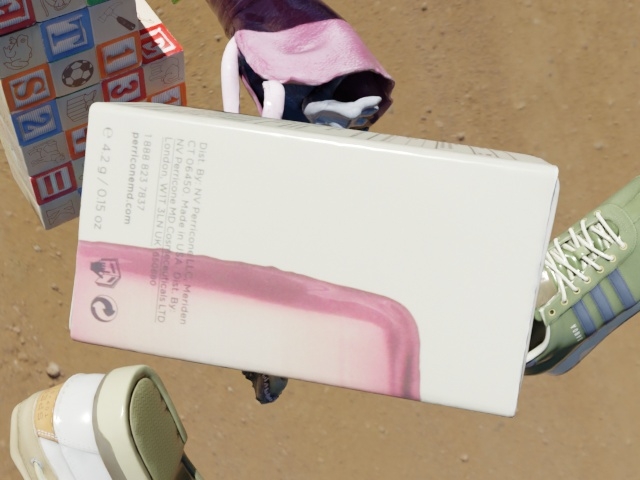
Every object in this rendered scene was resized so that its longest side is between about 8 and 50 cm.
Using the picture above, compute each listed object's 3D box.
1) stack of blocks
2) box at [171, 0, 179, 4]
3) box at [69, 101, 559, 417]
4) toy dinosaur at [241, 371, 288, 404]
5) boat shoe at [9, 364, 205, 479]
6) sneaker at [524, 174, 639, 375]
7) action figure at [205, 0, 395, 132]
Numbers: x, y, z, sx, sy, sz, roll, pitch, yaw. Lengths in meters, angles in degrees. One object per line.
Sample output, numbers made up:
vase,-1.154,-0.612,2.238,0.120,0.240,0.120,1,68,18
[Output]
stack of blocks,-0.222,-0.160,0.804,0.171,0.297,0.087,-27,61,-22
box,-0.221,-0.398,1.137,0.042,0.178,0.109,-30,133,5
box,0.000,0.000,0.483,0.232,0.148,0.127,9,99,7
toy dinosaur,0.022,0.021,0.705,0.064,0.118,0.268,44,42,3
boat shoe,-0.142,0.232,0.670,0.103,0.113,0.302,-9,112,12
sneaker,0.172,0.029,0.585,0.086,0.064,0.192,2,134,-32
action figure,-0.076,-0.247,0.934,0.275,0.248,0.370,-25,80,-36
